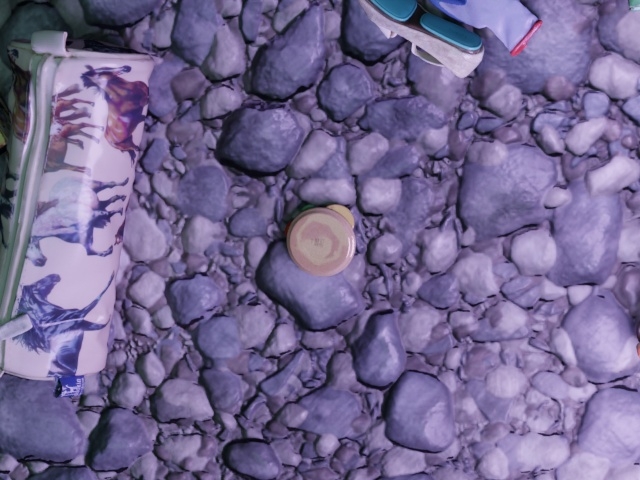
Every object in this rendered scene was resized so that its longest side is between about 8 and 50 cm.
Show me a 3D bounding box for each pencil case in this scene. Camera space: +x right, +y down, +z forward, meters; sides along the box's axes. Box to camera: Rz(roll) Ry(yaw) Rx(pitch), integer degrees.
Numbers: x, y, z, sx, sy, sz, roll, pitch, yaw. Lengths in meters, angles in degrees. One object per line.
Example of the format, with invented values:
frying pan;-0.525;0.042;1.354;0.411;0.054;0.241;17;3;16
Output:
pencil case;-0.295;-0.037;1.685;0.160;0.183;0.410;14;104;11

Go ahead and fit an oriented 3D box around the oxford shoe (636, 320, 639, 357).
oxford shoe;0.460;-0.007;1.564;0.364;0.130;0.132;-42;57;24

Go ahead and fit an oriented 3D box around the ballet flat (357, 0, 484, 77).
ballet flat;0.096;-0.228;1.620;0.168;0.057;0.052;33;135;7

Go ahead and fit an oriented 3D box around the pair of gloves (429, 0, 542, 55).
pair of gloves;0.206;-0.305;1.593;0.159;0.023;0.198;43;108;0

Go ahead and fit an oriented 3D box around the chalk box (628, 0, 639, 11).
chalk box;0.371;-0.295;1.498;0.132;0.132;0.213;-3;102;14

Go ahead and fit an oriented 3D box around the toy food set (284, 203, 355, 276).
toy food set;0.000;0.000;1.706;0.083;0.020;0.083;-4;101;14

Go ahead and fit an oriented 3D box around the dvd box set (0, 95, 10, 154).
dvd box set;-0.581;-0.222;1.777;0.308;0.062;0.420;-31;93;17
